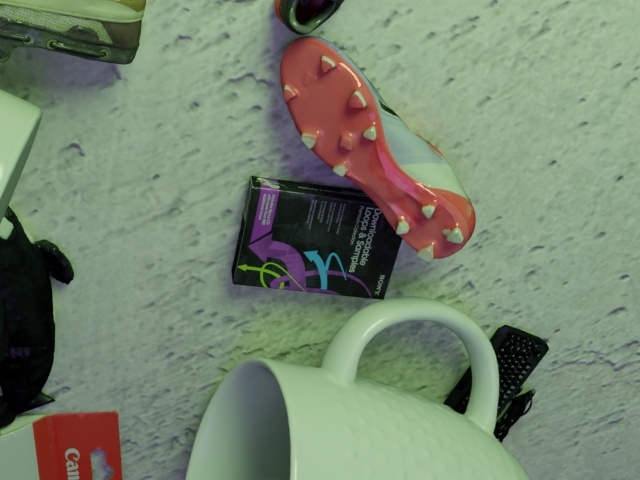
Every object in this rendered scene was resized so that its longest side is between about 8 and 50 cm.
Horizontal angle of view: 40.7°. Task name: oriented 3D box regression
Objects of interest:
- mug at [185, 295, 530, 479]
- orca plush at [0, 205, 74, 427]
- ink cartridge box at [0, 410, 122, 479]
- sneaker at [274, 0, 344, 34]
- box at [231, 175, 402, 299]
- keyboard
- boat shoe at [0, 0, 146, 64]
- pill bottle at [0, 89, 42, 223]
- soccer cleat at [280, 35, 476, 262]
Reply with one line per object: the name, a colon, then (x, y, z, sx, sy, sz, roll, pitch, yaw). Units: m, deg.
mug: (0.067, 0.241, 0.909, 0.328, 0.276, 0.373, 15, 92, -25)
orca plush: (-0.324, 0.089, 0.831, 0.151, 0.102, 0.287, 8, 121, -13)
ink cartridge box: (-0.340, 0.281, 0.974, 0.225, 0.056, 0.180, 0, 117, -6)
sneaker: (0.021, -0.230, 0.700, 0.061, 0.065, 0.158, 24, 116, -21)
box: (0.000, 0.000, 0.865, 0.162, 0.029, 0.116, 6, 121, -14)
keyboard: (0.205, 0.189, 1.011, 0.100, 0.038, 0.192, 19, 119, -19)
boat shoe: (-0.253, -0.177, 0.686, 0.224, 0.080, 0.073, 1, 117, -14)
pill bottle: (-0.425, -0.089, 0.621, 0.392, 0.224, 0.224, 22, 117, -18)
soccer cleat: (0.056, -0.088, 0.797, 0.083, 0.095, 0.248, -34, 105, 31)
